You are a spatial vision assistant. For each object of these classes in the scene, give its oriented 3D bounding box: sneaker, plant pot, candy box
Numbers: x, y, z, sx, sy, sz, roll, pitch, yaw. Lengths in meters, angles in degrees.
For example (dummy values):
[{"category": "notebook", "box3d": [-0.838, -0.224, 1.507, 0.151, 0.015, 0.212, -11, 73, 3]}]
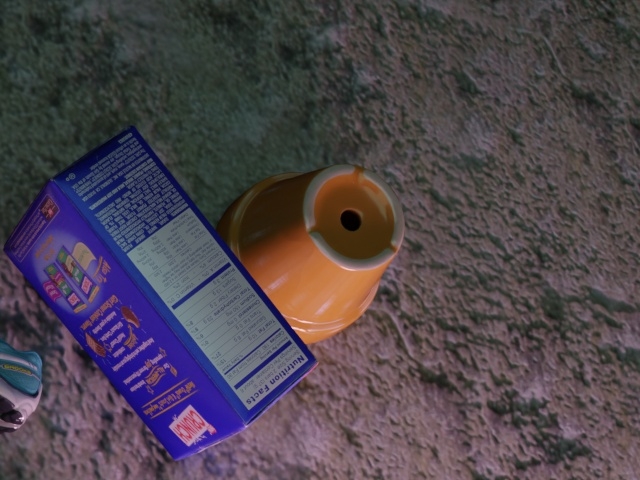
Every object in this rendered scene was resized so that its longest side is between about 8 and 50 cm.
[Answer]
[{"category": "sneaker", "box3d": [-0.421, 0.105, 1.637, 0.275, 0.107, 0.110, 33, 42, -16]}, {"category": "plant pot", "box3d": [0.000, 0.000, 1.802, 0.205, 0.188, 0.205, 8, 69, -22]}, {"category": "candy box", "box3d": [-0.177, 0.067, 1.650, 0.122, 0.268, 0.317, -38, 91, -27]}]
